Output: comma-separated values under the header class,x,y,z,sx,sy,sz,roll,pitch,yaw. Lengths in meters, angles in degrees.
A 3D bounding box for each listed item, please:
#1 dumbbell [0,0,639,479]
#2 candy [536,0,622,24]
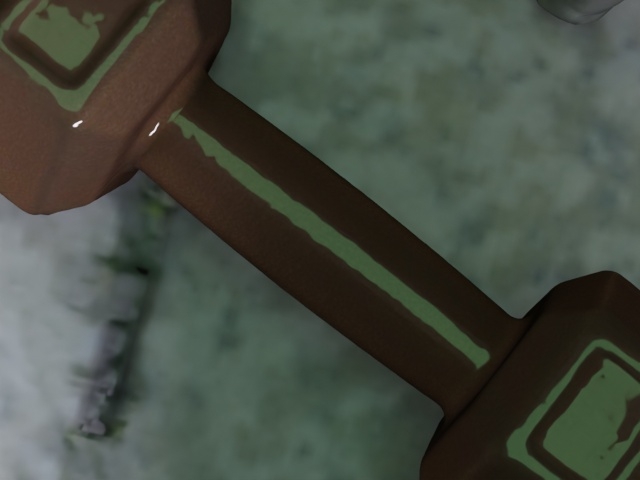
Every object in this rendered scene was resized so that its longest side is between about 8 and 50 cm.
class,x,y,z,sx,sy,sz,roll,pitch,yaw
dumbbell,0.000,0.000,0.495,0.231,0.082,0.092,39,79,2
candy,0.104,-0.253,0.481,0.145,0.208,0.359,-12,82,-8
